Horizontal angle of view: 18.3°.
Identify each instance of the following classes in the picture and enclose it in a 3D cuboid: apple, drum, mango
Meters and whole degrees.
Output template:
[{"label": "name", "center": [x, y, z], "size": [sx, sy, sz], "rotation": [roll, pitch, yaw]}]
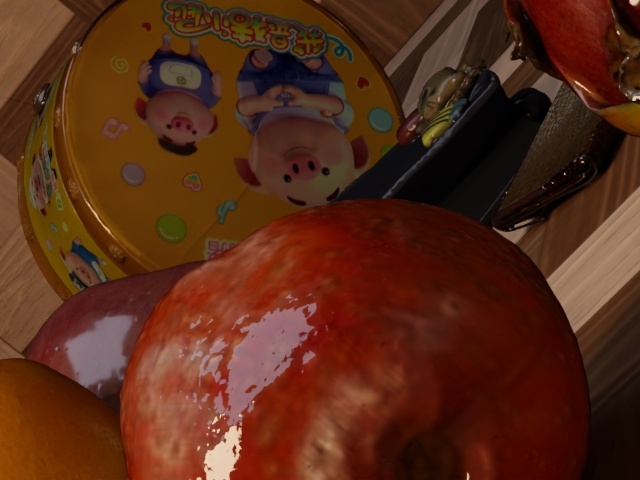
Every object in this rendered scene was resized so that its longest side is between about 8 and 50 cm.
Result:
[{"label": "apple", "center": [-0.083, 0.141, 1.514], "size": [0.305, 0.235, 0.306], "rotation": [-11, -11, -2]}, {"label": "drum", "center": [-0.126, -0.081, 2.251], "size": [0.431, 0.431, 0.214], "rotation": [-55, 6, -30]}, {"label": "mango", "center": [-0.182, 0.170, 1.316], "size": [0.145, 0.219, 0.112], "rotation": [-51, 17, -19]}]

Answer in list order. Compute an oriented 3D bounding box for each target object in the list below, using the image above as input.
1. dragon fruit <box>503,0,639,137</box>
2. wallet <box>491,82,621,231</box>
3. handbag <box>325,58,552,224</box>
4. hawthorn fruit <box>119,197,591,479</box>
[{"label": "dragon fruit", "center": [0.234, -0.169, 1.233], "size": [0.250, 0.250, 0.315], "rotation": [-46, 1, 32]}, {"label": "wallet", "center": [0.235, -0.111, 1.717], "size": [0.133, 0.039, 0.243], "rotation": [-34, 17, 47]}, {"label": "handbag", "center": [0.084, -0.038, 1.961], "size": [0.329, 0.122, 0.303], "rotation": [-49, 7, 2]}, {"label": "hawthorn fruit", "center": [0.022, 0.113, 1.096], "size": [0.284, 0.284, 0.284], "rotation": [-50, 7, 9]}]
